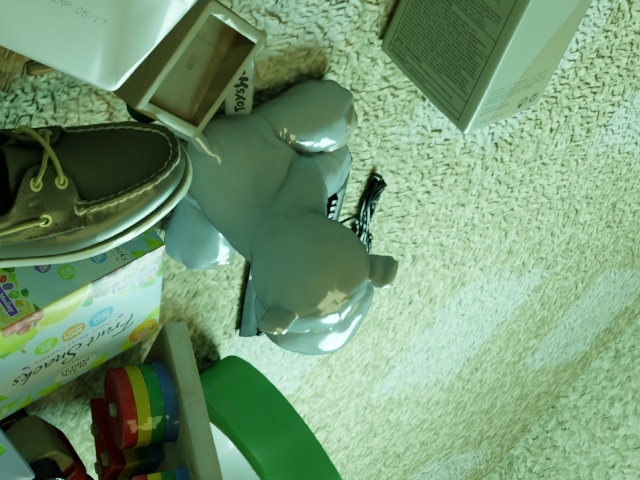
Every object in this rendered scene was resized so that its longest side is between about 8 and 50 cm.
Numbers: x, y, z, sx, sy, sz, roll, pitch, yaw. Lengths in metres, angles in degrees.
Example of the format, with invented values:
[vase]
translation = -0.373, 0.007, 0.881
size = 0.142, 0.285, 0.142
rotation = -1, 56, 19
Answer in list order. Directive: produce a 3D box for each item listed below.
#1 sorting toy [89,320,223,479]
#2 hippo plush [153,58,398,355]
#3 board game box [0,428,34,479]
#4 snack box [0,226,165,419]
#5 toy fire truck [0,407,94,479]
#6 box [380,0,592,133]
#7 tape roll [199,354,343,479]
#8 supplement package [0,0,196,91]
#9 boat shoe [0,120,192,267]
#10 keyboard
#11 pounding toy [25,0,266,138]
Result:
[sorting toy]
translation = -0.187, 0.253, 1.758
size = 0.089, 0.256, 0.257
rotation = -8, 160, -19
[hippo plush]
translation = -0.013, -0.023, 1.578
size = 0.234, 0.236, 0.294
rotation = -32, 155, -17
[board game box]
translation = -0.409, 0.227, 1.539
size = 0.211, 0.160, 0.039
rotation = -37, -170, -10
[snack box]
translation = -0.259, 0.073, 1.590
size = 0.207, 0.070, 0.174
rotation = -28, 155, -25
[toy fire truck]
translation = -0.349, 0.303, 1.805
size = 0.217, 0.158, 0.246
rotation = -41, 146, 1
[box]
translation = 0.188, -0.271, 1.560
size = 0.121, 0.148, 0.311
rotation = -23, 153, -36
[tape roll]
translation = -0.058, 0.295, 1.970
size = 0.077, 0.321, 0.321
rotation = -33, 156, -18
[supplement package]
translation = -0.175, -0.258, 0.884
size = 0.198, 0.263, 0.199
rotation = -46, 155, 12
[boat shoe]
translation = -0.252, -0.039, 1.300
size = 0.305, 0.109, 0.091
rotation = -16, 151, -11
[keyboard]
translation = 0.000, 0.000, 1.901
size = 0.201, 0.033, 0.317
rotation = -29, 155, -25
[pounding toy]
translation = -0.145, -0.157, 1.347
size = 0.141, 0.100, 0.130
rotation = -54, 156, 5
